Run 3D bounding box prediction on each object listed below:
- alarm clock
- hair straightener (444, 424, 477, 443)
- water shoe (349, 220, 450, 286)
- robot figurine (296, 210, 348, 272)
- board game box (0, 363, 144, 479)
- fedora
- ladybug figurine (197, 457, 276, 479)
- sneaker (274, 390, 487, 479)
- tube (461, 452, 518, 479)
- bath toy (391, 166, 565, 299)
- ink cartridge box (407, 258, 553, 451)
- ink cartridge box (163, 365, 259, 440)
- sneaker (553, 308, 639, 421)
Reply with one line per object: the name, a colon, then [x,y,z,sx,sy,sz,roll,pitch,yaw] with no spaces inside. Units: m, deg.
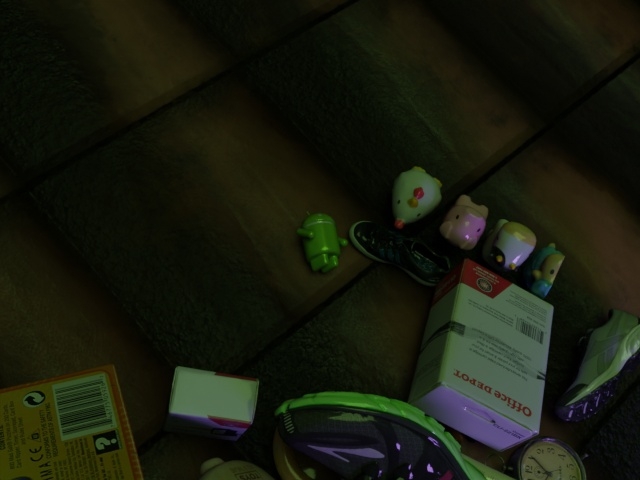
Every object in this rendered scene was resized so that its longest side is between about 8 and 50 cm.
alarm clock: [0.374,0.407,1.393,0.192,0.064,0.129,16,62,-10]
hair straightener: [0.245,0.255,1.452,0.089,0.047,0.230,0,59,-29]
water shoe: [0.154,0.011,1.515,0.203,0.080,0.073,28,61,-1]
robot figurine: [0.000,0.000,1.487,0.101,0.067,0.115,12,59,-40]
board game box: [-0.375,0.429,0.953,0.356,0.356,0.356,-11,41,-19]
fedora: [0.012,0.349,1.315,0.194,0.079,0.194,7,64,-14]
ladybug figurine: [-0.097,0.530,1.119,0.305,0.162,0.449,15,50,-57]
sneaker: [0.128,0.391,1.186,0.483,0.185,0.202,39,51,-13]
tube: [0.259,0.409,1.348,0.240,0.070,0.062,27,44,9]
bath toy: [0.285,-0.015,1.525,0.348,0.151,0.129,29,63,4]
ink cartridge box: [0.285,0.200,1.402,0.197,0.114,0.273,29,49,-9]
ink cartridge box: [-0.175,0.260,1.256,0.127,0.175,0.072,10,66,-10]
sneaker: [0.520,0.234,1.509,0.108,0.100,0.271,35,62,31]
